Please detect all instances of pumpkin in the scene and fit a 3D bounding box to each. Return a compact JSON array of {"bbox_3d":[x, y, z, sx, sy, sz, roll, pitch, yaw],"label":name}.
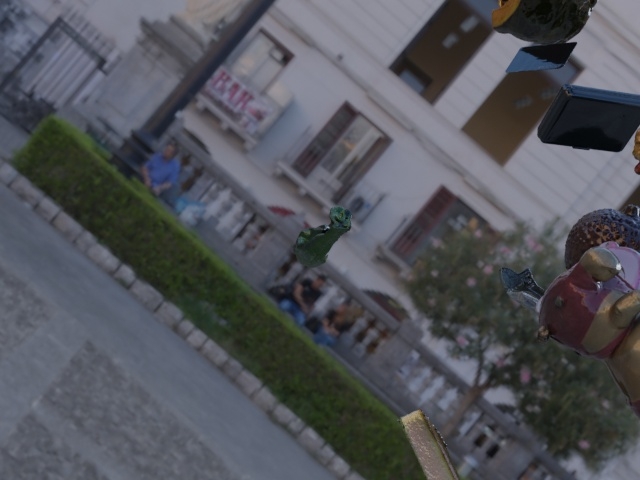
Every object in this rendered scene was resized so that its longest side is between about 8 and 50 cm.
[{"bbox_3d":[0.592,-0.676,2.486,0.225,0.303,0.256,4,-8,-23],"label":"pumpkin"}]

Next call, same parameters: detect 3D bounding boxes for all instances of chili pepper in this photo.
[{"bbox_3d":[0.001,-0.001,2.184,0.083,0.099,0.253,27,-27,-12],"label":"chili pepper"}]

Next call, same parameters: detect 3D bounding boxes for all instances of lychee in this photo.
[{"bbox_3d":[0.731,0.034,2.332,0.260,0.261,0.260,40,-1,1],"label":"lychee"}]

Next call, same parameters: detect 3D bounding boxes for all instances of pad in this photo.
[{"bbox_3d":[0.542,-0.450,2.316,0.157,0.112,0.003,3,-44,40],"label":"pad"}]

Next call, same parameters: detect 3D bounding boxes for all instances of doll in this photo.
[{"bbox_3d":[0.402,0.124,1.176,0.256,0.152,0.196,47,39,15],"label":"doll"}]

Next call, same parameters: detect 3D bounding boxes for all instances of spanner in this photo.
[{"bbox_3d":[0.612,0.164,2.507,0.325,0.093,0.026,34,-23,-3],"label":"spanner"}]

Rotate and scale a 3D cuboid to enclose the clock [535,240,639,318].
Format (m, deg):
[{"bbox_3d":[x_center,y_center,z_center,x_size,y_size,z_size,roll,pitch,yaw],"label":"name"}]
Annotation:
[{"bbox_3d":[0.612,0.120,2.043,0.090,0.248,0.227,49,-9,-30],"label":"clock"}]

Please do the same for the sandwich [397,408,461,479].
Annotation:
[{"bbox_3d":[0.212,0.411,1.670,0.193,0.058,0.162,59,6,-44],"label":"sandwich"}]

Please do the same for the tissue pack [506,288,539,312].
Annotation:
[{"bbox_3d":[0.538,0.164,2.363,0.122,0.026,0.193,30,-2,-1],"label":"tissue pack"}]

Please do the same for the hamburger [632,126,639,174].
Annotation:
[{"bbox_3d":[0.753,-0.204,1.951,0.149,0.237,0.237,56,-6,-15],"label":"hamburger"}]

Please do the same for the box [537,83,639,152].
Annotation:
[{"bbox_3d":[0.637,-0.284,2.199,0.230,0.160,0.050,5,47,-17],"label":"box"}]
